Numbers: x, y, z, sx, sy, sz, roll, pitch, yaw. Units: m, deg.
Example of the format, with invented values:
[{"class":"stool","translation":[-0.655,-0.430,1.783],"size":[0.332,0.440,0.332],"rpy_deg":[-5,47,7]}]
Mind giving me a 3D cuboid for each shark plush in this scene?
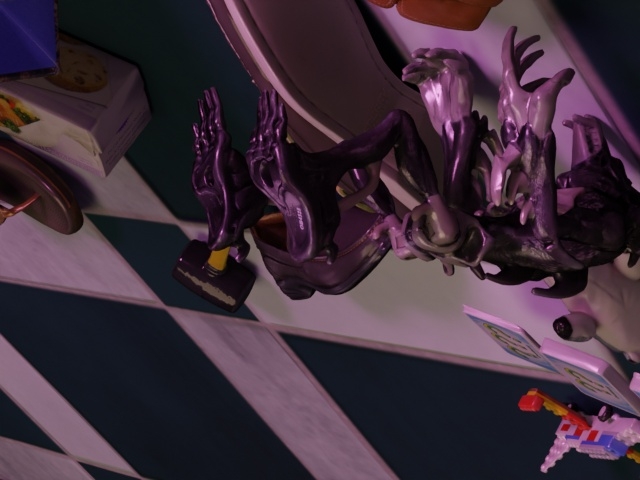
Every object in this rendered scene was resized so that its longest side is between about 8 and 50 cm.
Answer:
[{"class":"shark plush","translation":[0.187,0.037,1.145],"size":[0.161,0.073,0.067],"rpy_deg":[26,-175,-37]}]

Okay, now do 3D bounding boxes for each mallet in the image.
[{"class":"mallet","translation":[-0.063,0.001,1.379],"size":[0.062,0.039,0.190],"rpy_deg":[34,152,-2]}]

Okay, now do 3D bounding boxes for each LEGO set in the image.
[{"class":"LEGO set","translation":[0.203,0.134,1.220],"size":[0.182,0.060,0.244],"rpy_deg":[22,168,36]}]

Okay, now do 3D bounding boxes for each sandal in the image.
[{"class":"sandal","translation":[-0.290,-0.052,1.529],"size":[0.219,0.060,0.090],"rpy_deg":[26,155,17]}]

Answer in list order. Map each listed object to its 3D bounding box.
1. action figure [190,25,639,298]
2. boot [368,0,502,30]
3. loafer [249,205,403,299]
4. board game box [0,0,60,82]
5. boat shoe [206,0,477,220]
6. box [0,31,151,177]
[{"class":"action figure","translation":[0.081,-0.042,0.976],"size":[0.275,0.141,0.164],"rpy_deg":[4,175,-26]},{"class":"boot","translation":[0.018,-0.179,0.899],"size":[0.197,0.073,0.152],"rpy_deg":[35,160,4]},{"class":"loafer","translation":[0.000,0.000,1.266],"size":[0.061,0.062,0.170],"rpy_deg":[45,153,-13]},{"class":"board game box","translation":[-0.340,-0.171,1.125],"size":[0.291,0.232,0.141],"rpy_deg":[11,107,42]},{"class":"boat shoe","translation":[0.000,-0.088,1.072],"size":[0.068,0.081,0.228],"rpy_deg":[-3,139,48]},{"class":"box","translation":[-0.273,-0.143,1.333],"size":[0.324,0.067,0.063],"rpy_deg":[26,154,20]}]
